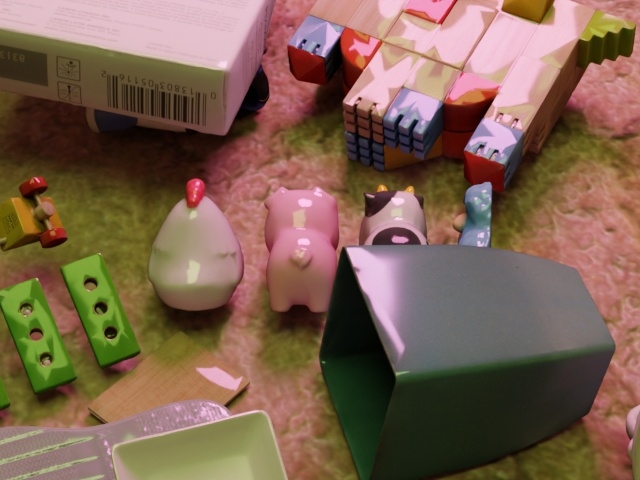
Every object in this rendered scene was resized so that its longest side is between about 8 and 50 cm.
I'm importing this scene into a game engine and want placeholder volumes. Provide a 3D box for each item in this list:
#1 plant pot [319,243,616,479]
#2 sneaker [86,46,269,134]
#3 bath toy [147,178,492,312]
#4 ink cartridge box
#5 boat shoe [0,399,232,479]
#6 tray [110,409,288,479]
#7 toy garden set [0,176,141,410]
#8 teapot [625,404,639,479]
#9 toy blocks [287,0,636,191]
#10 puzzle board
[{"bbox_3d":[0.141,0.105,1.465,0.234,0.166,0.165,-6,47,-16],"label":"plant pot"},{"bbox_3d":[-0.133,-0.227,1.809,0.182,0.127,0.316,14,54,7],"label":"sneaker"},{"bbox_3d":[0.000,0.000,1.582,0.348,0.129,0.151,0,12,-3],"label":"bath toy"},{"bbox_3d":[-0.199,-0.281,1.740,0.308,0.091,0.385,11,39,8],"label":"ink cartridge box"},{"bbox_3d":[-0.214,0.222,1.385,0.302,0.094,0.109,-9,46,-12],"label":"boat shoe"},{"bbox_3d":[-0.077,0.286,1.310,0.145,0.030,0.270,-12,72,-17],"label":"tray"},{"bbox_3d":[-0.327,0.066,1.528,0.244,0.049,0.204,-21,78,-17],"label":"toy garden set"},{"bbox_3d":[0.406,0.190,1.362,0.187,0.252,0.256,-13,60,-42],"label":"teapot"},{"bbox_3d":[0.120,-0.185,1.749,0.381,0.191,0.261,23,61,19],"label":"toy blocks"},{"bbox_3d":[-0.146,0.151,1.513,0.096,0.011,0.128,33,55,25],"label":"puzzle board"}]
